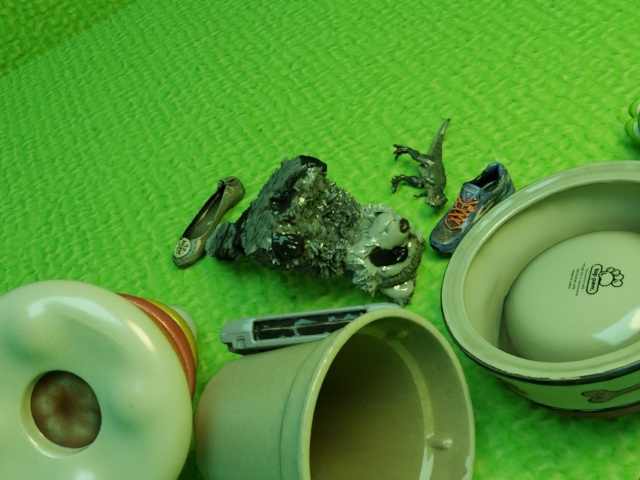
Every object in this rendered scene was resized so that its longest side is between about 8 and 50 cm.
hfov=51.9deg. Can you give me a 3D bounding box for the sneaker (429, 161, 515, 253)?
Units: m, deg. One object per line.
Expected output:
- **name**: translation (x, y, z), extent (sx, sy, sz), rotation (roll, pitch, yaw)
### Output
- **sneaker**: translation (0.276, -0.065, 1.228), extent (0.083, 0.087, 0.221), rotation (28, 67, 38)

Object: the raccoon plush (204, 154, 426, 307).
- **raccoon plush**: translation (0.000, 0.000, 1.279), extent (0.446, 0.299, 0.216), rotation (-3, 61, 62)

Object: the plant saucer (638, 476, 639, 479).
- **plant saucer**: translation (0.483, 0.316, 0.807), extent (0.168, 0.168, 0.029), rotation (-7, 93, 17)

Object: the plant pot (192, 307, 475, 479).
- **plant pot**: translation (-0.007, 0.269, 0.913), extent (0.305, 0.334, 0.334), rotation (-10, 45, 44)

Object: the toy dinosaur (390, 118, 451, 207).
- **toy dinosaur**: translation (0.207, -0.152, 1.351), extent (0.118, 0.064, 0.268), rotation (0, 50, 14)

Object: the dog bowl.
- **dog bowl**: translation (0.391, 0.074, 0.961), extent (0.407, 0.150, 0.408), rotation (-26, 33, 18)

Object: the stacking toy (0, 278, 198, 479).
- **stacking toy**: translation (-0.305, 0.207, 1.065), extent (0.350, 0.480, 0.351), rotation (1, 96, 10)

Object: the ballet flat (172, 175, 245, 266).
- **ballet flat**: translation (-0.252, -0.049, 1.453), extent (0.084, 0.058, 0.250), rotation (17, 61, 33)

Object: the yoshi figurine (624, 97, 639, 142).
- **yoshi figurine**: translation (0.691, -0.184, 1.088), extent (0.362, 0.203, 0.204), rotation (12, 64, 33)

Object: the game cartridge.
- **game cartridge**: translation (0.010, 0.155, 1.081), extent (0.297, 0.198, 0.062), rotation (-8, 76, 15)
